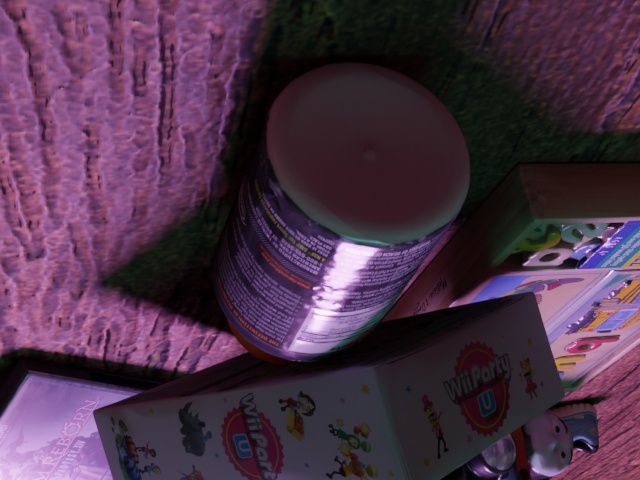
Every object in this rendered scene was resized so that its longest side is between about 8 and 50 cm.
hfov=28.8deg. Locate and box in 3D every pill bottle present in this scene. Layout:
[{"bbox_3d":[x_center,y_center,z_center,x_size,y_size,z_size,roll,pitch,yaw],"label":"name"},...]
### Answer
[{"bbox_3d":[0.000,0.000,0.837,0.130,0.131,0.246,-4,154,-18],"label":"pill bottle"}]

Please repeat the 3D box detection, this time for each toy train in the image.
[{"bbox_3d":[0.132,0.254,1.409,0.190,0.142,0.334,-2,163,-34],"label":"toy train"}]

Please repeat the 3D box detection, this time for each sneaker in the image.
[{"bbox_3d":[0.276,0.250,1.560,0.162,0.073,0.063,-9,155,-8],"label":"sneaker"}]

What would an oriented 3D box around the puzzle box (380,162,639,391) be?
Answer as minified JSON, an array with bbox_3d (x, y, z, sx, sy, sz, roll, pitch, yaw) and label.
[{"bbox_3d":[0.214,0.053,1.141,0.272,0.052,0.409,-3,153,-21],"label":"puzzle box"}]

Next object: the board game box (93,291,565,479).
[{"bbox_3d":[0.004,0.133,1.003,0.303,0.098,0.224,-16,-178,41],"label":"board game box"}]

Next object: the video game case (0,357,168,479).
[{"bbox_3d":[-0.218,0.212,1.201,0.274,0.026,0.196,17,114,-46],"label":"video game case"}]
